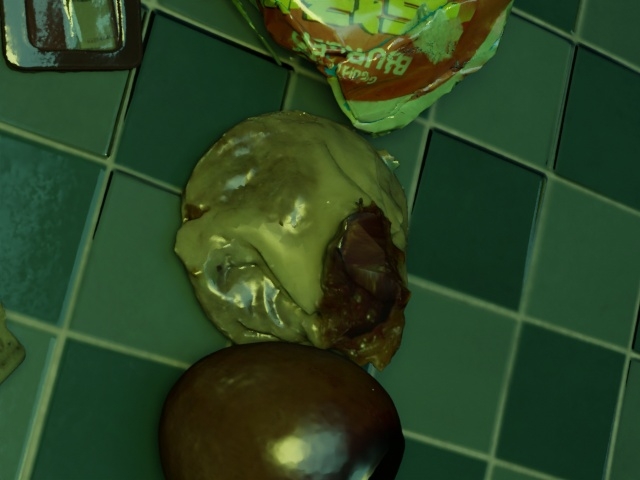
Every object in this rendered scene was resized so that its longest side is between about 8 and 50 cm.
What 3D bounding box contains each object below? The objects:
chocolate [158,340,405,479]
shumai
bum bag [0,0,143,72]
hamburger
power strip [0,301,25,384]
[{"bbox_3d":[-0.032,0.147,1.011,0.176,0.176,0.177,3,83,-29],"label":"chocolate"},{"bbox_3d":[0.000,0.000,1.056,0.201,0.120,0.201,1,87,-29],"label":"shumai"},{"bbox_3d":[-0.180,-0.198,1.032,0.109,0.026,0.159,-4,92,-30],"label":"bum bag"},{"bbox_3d":[0.041,-0.241,1.106,0.260,0.150,0.276,35,84,-4],"label":"hamburger"},{"bbox_3d":[-0.290,0.119,0.887,0.092,0.034,0.268,50,49,-12],"label":"power strip"}]
